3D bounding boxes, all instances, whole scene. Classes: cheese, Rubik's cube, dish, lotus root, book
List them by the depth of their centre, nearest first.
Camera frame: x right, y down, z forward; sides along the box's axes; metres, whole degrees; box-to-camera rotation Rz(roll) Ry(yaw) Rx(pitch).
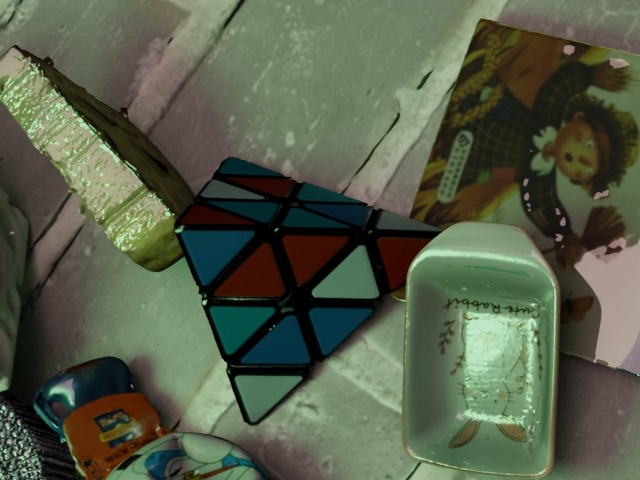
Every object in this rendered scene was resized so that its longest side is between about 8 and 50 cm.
[{"bbox_3d":[0.159,0.097,1.717,0.154,0.064,0.234,6,101,27],"label":"dish"},{"bbox_3d":[0.298,-0.026,1.740,0.428,0.039,0.300,16,83,24],"label":"book"},{"bbox_3d":[0.000,0.000,1.763,0.234,0.250,0.284,-7,69,10],"label":"Rubik's cube"},{"bbox_3d":[-0.157,0.242,1.786,0.329,0.217,0.129,48,139,31],"label":"cheese"},{"bbox_3d":[-0.216,-0.082,1.881,0.074,0.170,0.260,-43,76,14],"label":"lotus root"}]

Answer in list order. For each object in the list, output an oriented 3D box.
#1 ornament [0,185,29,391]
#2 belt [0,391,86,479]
[{"bbox_3d":[-0.463,0.026,1.865,0.240,0.240,0.239,-19,43,15],"label":"ornament"},{"bbox_3d":[-0.376,0.309,1.871,0.260,0.122,0.325,21,83,29],"label":"belt"}]
